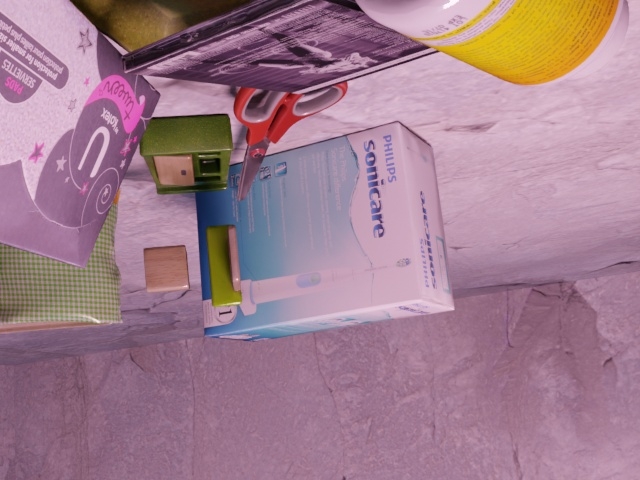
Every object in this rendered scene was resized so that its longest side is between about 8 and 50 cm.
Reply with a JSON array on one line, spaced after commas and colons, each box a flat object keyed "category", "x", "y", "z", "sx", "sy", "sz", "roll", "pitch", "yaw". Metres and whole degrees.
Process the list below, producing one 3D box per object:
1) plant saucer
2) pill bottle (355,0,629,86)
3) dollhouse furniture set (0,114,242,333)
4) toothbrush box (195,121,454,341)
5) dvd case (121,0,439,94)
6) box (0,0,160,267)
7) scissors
[{"category": "plant saucer", "x": -0.075, "y": -0.187, "z": 0.572, "sx": 0.188, "sy": 0.045, "sz": 0.188, "roll": -9, "pitch": 167, "yaw": 17}, {"category": "pill bottle", "x": 0.123, "y": -0.172, "z": 0.559, "sx": 0.117, "sy": 0.117, "sz": 0.215, "roll": -17, "pitch": 163, "yaw": 41}, {"category": "dollhouse furniture set", "x": -0.243, "y": -0.012, "z": 0.926, "sx": 0.301, "sy": 0.197, "sz": 0.151, "roll": -5, "pitch": 169, "yaw": -7}, {"category": "toothbrush box", "x": 0.000, "y": 0.000, "z": 1.054, "sx": 0.295, "sy": 0.216, "sz": 0.126, "roll": -13, "pitch": 165, "yaw": 25}, {"category": "dvd case", "x": -0.011, "y": -0.145, "z": 0.628, "sx": 0.164, "sy": 0.018, "sz": 0.221, "roll": -11, "pitch": 178, "yaw": 34}, {"category": "box", "x": -0.231, "y": -0.092, "z": 0.560, "sx": 0.142, "sy": 0.163, "sz": 0.247, "roll": 22, "pitch": 174, "yaw": 10}, {"category": "scissors", "x": -0.074, "y": -0.108, "z": 0.901, "sx": 0.109, "sy": 0.021, "sz": 0.297, "roll": -4, "pitch": 160, "yaw": -31}]
